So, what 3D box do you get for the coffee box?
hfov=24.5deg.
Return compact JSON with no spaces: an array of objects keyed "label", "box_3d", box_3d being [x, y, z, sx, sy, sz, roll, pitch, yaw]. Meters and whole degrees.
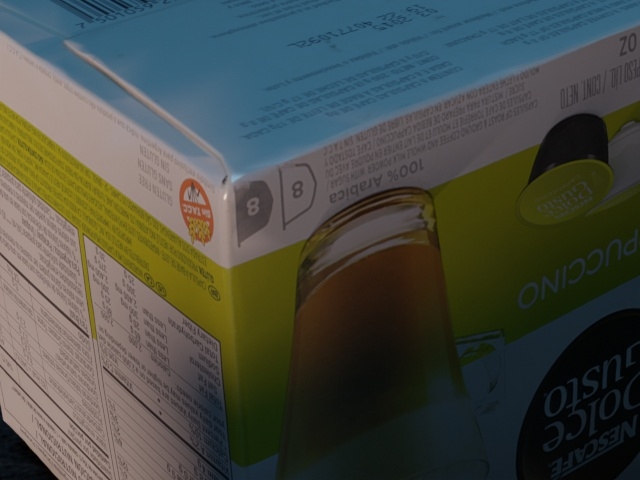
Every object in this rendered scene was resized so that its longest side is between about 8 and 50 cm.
[{"label":"coffee box","box_3d":[0.000,0.000,0.918,0.337,0.334,0.338,-22,35,-30]}]
